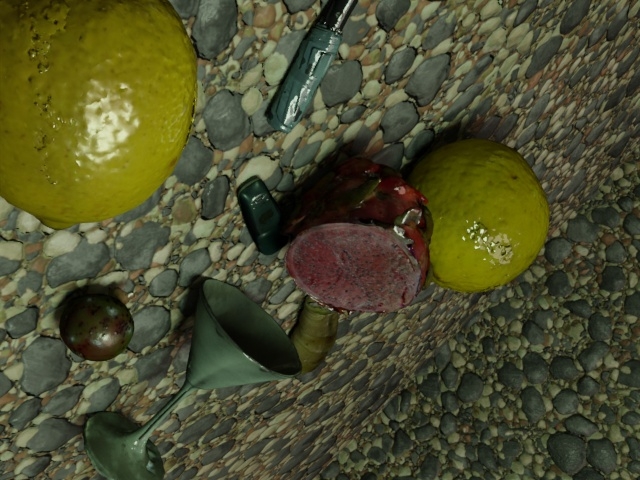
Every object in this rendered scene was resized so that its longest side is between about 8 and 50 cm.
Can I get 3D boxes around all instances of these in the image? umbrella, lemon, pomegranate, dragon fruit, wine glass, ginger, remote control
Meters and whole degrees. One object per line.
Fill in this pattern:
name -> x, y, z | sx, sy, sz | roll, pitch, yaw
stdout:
umbrella -> -0.013, -0.284, 1.093 | 0.052, 0.053, 0.250 | 1, 130, -51
lemon -> 0.354, -0.065, 1.571 | 0.387, 0.349, 0.350 | -53, 156, -23
lemon -> -0.264, -0.154, 0.731 | 0.257, 0.258, 0.310 | -13, 126, -44
pomegranate -> -0.373, 0.138, 1.137 | 0.130, 0.130, 0.130 | -32, 149, -21
dragon fruit -> 0.104, -0.030, 1.357 | 0.296, 0.314, 0.263 | 57, 36, -34
wine glass -> -0.271, 0.299, 1.367 | 0.406, 0.267, 0.267 | -43, 152, 11
ginger -> -0.015, 0.239, 1.746 | 0.109, 0.116, 0.263 | -75, -179, -54
remote control -> -0.108, -0.041, 1.308 | 0.072, 0.042, 0.222 | -35, 150, -11
